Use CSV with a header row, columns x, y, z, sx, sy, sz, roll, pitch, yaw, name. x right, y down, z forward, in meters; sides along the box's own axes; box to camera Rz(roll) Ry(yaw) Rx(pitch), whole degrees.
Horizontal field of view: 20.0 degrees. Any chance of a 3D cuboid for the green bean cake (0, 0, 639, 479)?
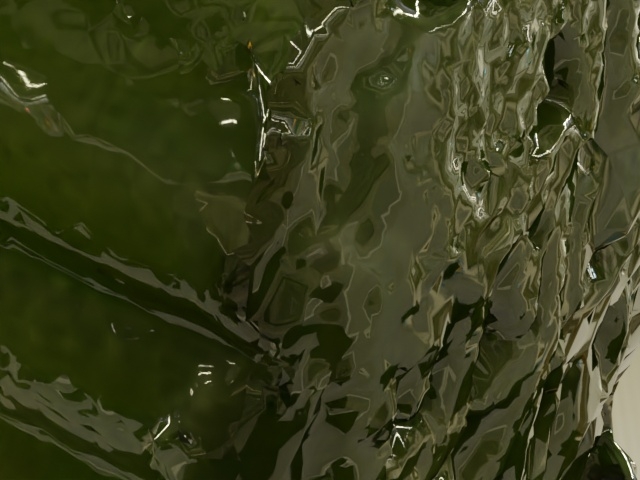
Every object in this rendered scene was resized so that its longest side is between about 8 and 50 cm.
x,y,z,sx,sy,sz,roll,pitch,yaw,name
0.000,0.000,0.569,0.218,0.319,0.335,19,40,19,green bean cake
